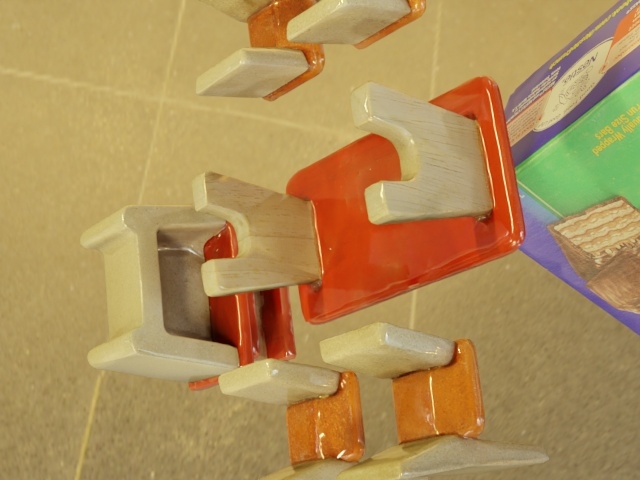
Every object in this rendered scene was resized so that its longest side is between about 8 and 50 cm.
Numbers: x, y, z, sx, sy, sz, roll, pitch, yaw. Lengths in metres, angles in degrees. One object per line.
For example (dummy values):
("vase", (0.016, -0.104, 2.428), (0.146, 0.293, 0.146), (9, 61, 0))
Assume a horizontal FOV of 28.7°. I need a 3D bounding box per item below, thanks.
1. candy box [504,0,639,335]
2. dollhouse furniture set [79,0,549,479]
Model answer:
("candy box", (0.290, -0.020, 0.714), (0.317, 0.268, 0.122), (34, 54, -11))
("dollhouse furniture set", (0.000, 0.000, 0.632), (0.135, 0.259, 0.262), (6, 71, -39))
